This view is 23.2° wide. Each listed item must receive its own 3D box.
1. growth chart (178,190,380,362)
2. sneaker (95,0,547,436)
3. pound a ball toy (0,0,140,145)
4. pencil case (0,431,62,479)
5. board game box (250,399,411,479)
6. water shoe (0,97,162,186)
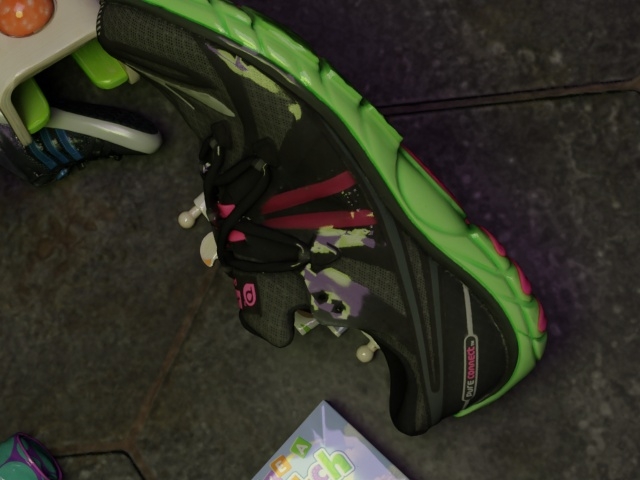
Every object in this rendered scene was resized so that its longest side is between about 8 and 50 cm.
[{"bbox_3d":[0.000,0.000,1.428,0.237,0.021,0.172,39,88,11],"label":"growth chart"},{"bbox_3d":[-0.020,-0.027,1.293,0.202,0.185,0.483,-44,95,-2],"label":"sneaker"},{"bbox_3d":[-0.311,-0.198,1.385,0.208,0.136,0.319,-31,63,-9],"label":"pound a ball toy"},{"bbox_3d":[-0.306,0.242,1.402,0.151,0.064,0.070,-41,63,-1],"label":"pencil case"},{"bbox_3d":[0.028,0.270,1.373,0.211,0.039,0.160,42,88,11],"label":"board game box"},{"bbox_3d":[-0.245,-0.089,1.454,0.203,0.073,0.080,10,105,11],"label":"water shoe"}]
